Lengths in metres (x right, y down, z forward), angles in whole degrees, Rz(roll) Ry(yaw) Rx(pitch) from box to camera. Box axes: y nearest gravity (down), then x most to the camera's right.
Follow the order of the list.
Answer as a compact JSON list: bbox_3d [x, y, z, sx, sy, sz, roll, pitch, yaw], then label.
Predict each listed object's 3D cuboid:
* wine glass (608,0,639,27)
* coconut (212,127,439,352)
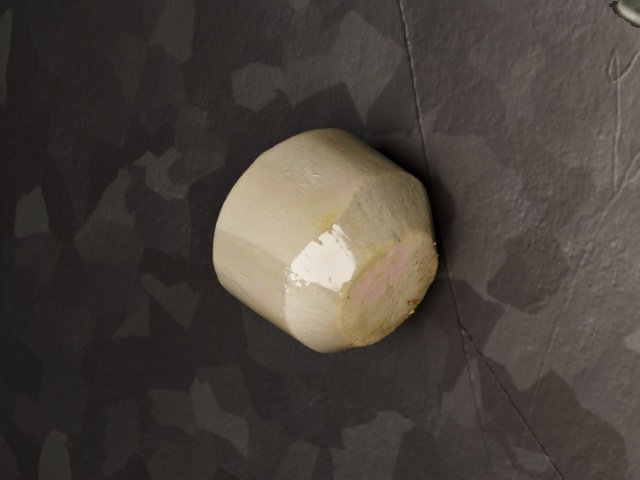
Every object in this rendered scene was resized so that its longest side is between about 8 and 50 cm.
[{"bbox_3d":[0.354,-0.328,1.634,0.143,0.143,0.321,30,117,36],"label":"wine glass"},{"bbox_3d":[0.002,-0.003,1.991,0.241,0.241,0.241,10,105,43],"label":"coconut"}]
